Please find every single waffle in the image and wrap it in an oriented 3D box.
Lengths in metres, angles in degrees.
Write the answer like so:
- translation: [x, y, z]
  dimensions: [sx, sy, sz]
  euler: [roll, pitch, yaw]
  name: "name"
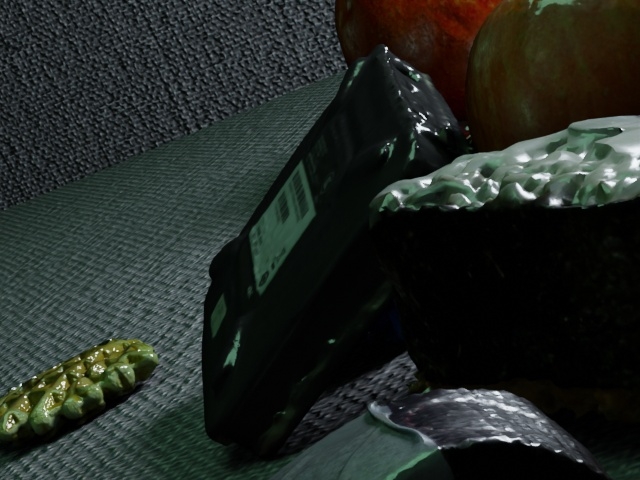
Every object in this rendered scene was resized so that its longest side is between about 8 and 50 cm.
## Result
- translation: [-0.294, 0.170, 1.976]
  dimensions: [0.223, 0.054, 0.204]
  euler: [-27, 12, -10]
  name: "waffle"

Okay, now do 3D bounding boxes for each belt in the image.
- translation: [0.028, 0.201, 0.867]
  dimensions: [0.289, 0.184, 0.164]
  euler: [-32, 17, -3]
  name: "belt"

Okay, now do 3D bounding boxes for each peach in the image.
- translation: [0.185, -0.317, 2.482]
  dimensions: [0.335, 0.310, 0.406]
  euler: [10, 14, -18]
  name: "peach"

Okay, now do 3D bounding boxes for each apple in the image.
- translation: [0.275, -0.112, 1.494]
  dimensions: [0.301, 0.301, 0.301]
  euler: [-24, 12, 5]
  name: "apple"

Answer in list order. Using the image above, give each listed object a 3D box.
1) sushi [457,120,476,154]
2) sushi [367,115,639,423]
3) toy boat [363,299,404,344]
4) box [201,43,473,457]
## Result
- translation: [0.192, -0.063, 1.744]
  dimensions: [0.172, 0.153, 0.150]
  euler: [-44, 31, 8]
  name: "sushi"
- translation: [0.205, 0.021, 1.250]
  dimensions: [0.234, 0.207, 0.348]
  euler: [-19, 12, -35]
  name: "sushi"
- translation: [0.025, 0.066, 1.677]
  dimensions: [0.110, 0.091, 0.175]
  euler: [-25, 6, -21]
  name: "toy boat"
- translation: [0.000, 0.000, 1.604]
  dimensions: [0.350, 0.091, 0.359]
  euler: [-53, 16, 14]
  name: "box"
